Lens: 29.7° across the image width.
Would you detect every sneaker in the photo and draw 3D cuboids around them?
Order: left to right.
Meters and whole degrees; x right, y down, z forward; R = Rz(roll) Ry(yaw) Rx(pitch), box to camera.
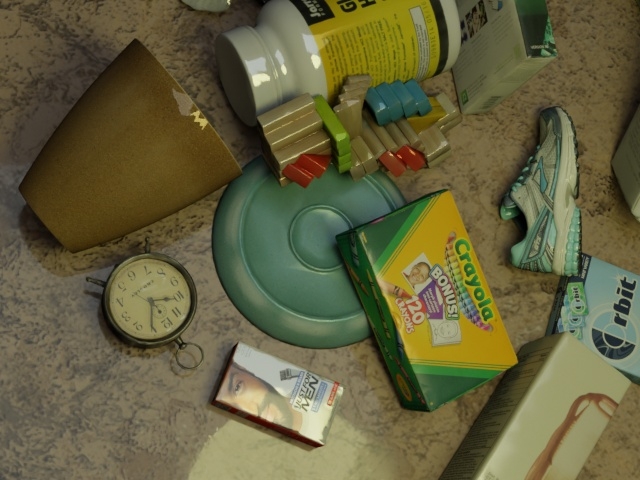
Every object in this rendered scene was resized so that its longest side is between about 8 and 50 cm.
[{"bbox_3d":[0.335,-0.082,1.845,0.122,0.110,0.283,-2,63,10],"label":"sneaker"}]

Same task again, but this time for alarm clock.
[{"bbox_3d":[-0.228,0.101,1.679,0.129,0.064,0.192,-35,84,-20],"label":"alarm clock"}]

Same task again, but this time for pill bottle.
[{"bbox_3d":[0.024,-0.288,1.776,0.333,0.188,0.188,-22,82,-18],"label":"pill bottle"}]

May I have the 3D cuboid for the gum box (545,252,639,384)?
[{"bbox_3d":[0.449,0.121,1.854,0.184,0.041,0.157,21,71,-8],"label":"gum box"}]

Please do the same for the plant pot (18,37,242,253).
[{"bbox_3d":[-0.278,-0.107,1.652,0.254,0.237,0.237,-38,87,-5],"label":"plant pot"}]

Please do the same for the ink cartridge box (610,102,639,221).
[{"bbox_3d":[0.645,-0.199,1.805,0.279,0.385,0.160,12,35,-10],"label":"ink cartridge box"}]

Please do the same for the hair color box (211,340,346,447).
[{"bbox_3d":[-0.059,0.218,1.697,0.167,0.053,0.093,23,72,-6],"label":"hair color box"}]

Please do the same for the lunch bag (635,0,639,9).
[{"bbox_3d":[0.600,-0.471,1.942,0.168,0.235,0.287,-19,81,-13],"label":"lunch bag"}]

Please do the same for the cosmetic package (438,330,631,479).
[{"bbox_3d":[0.295,0.290,1.715,0.129,0.153,0.296,37,72,-4],"label":"cosmetic package"}]

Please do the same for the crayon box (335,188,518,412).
[{"bbox_3d":[0.154,0.086,1.735,0.165,0.081,0.278,-24,94,-24],"label":"crayon box"}]

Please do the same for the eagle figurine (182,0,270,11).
[{"bbox_3d":[-0.069,-0.468,1.826,0.298,0.225,0.226,-30,128,-51],"label":"eagle figurine"}]

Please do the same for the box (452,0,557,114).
[{"bbox_3d":[0.253,-0.382,1.835,0.058,0.232,0.322,-7,78,-20],"label":"box"}]

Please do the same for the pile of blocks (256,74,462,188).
[{"bbox_3d":[0.081,-0.151,1.734,0.362,0.149,0.113,-14,58,-32],"label":"pile of blocks"}]

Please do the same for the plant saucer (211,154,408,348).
[{"bbox_3d":[0.000,0.000,1.774,0.317,0.044,0.318,4,75,-14],"label":"plant saucer"}]
